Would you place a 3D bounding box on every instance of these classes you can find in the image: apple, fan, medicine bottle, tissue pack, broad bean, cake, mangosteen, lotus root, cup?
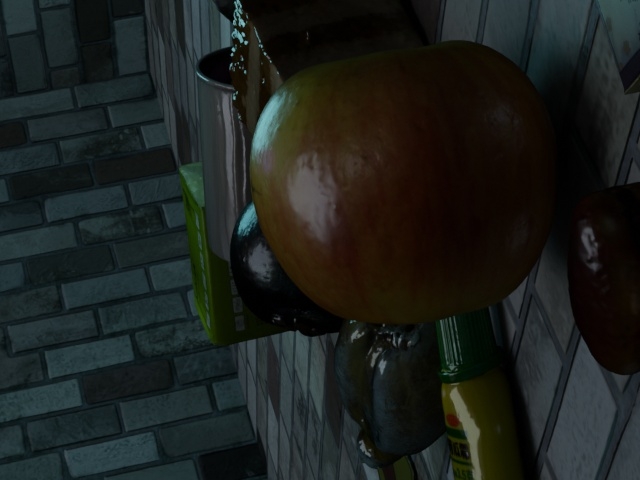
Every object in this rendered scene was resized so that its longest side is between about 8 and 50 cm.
[{"bbox_3d":[0.073,-0.050,1.352,0.286,0.286,0.233,-162,61,-78],"label":"apple"},{"bbox_3d":[0.098,0.331,2.311,0.335,0.011,0.229,163,96,-77],"label":"fan"},{"bbox_3d":[0.165,0.161,1.630,0.111,0.076,0.309,-163,63,-76],"label":"medicine bottle"},{"bbox_3d":[-0.112,0.007,2.554,0.167,0.200,0.274,-119,21,-53],"label":"tissue pack"},{"bbox_3d":[0.228,0.030,1.167,0.165,0.084,0.114,83,-173,-53],"label":"broad bean"},{"bbox_3d":[0.030,-0.146,1.717,0.196,0.199,0.293,99,153,-48],"label":"cake"},{"bbox_3d":[0.000,0.000,1.877,0.243,0.243,0.243,169,90,-79],"label":"mangosteen"},{"bbox_3d":[0.099,0.170,1.835,0.158,0.140,0.322,44,158,26],"label":"lotus root"},{"bbox_3d":[-0.068,-0.132,2.101,0.288,0.208,0.273,-130,35,-62],"label":"cup"}]

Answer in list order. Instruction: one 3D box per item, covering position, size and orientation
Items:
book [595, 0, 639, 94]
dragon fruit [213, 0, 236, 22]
[{"bbox_3d":[0.213,-0.237,1.105,0.157,0.026,0.231,119,138,-73],"label":"book"},{"bbox_3d":[-0.102,-0.434,2.111,0.283,0.204,0.221,54,-173,28],"label":"dragon fruit"}]
